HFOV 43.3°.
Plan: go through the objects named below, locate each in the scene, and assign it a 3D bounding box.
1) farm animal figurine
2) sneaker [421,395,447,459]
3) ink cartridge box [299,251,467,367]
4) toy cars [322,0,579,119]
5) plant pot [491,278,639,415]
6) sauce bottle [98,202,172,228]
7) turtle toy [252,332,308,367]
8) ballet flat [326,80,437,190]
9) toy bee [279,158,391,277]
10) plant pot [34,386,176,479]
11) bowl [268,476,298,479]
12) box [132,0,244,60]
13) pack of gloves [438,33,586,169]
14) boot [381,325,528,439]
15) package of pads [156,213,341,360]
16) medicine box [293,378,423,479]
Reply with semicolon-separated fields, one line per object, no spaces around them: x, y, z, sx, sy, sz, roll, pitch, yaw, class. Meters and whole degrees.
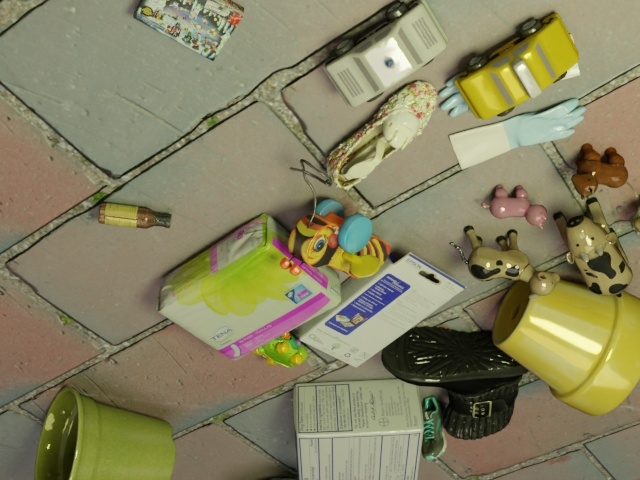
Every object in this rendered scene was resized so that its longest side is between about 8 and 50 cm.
0.458;0.010;1.462;0.327;0.172;0.330;30;126;-28;farm animal figurine
0.255;0.432;1.874;0.065;0.166;0.076;-21;119;28;sneaker
0.121;0.129;1.636;0.165;0.065;0.333;31;126;-28;ink cartridge box
0.203;-0.264;1.218;0.394;0.087;0.176;5;117;-5;toy cars
0.484;0.184;1.601;0.239;0.254;0.254;25;130;-4;plant pot
-0.335;-0.042;1.463;0.128;0.042;0.042;9;133;-10;sauce bottle
-0.077;0.230;1.720;0.095;0.066;0.130;-8;142;38;turtle toy
0.105;-0.163;1.345;0.091;0.077;0.241;32;124;-26;ballet flat
0.000;0.000;1.428;0.298;0.195;0.162;39;84;-29;toy bee
-0.480;0.489;1.839;0.254;0.276;0.276;16;132;-32;plant pot
-0.085;0.735;2.078;0.311;0.311;0.163;29;107;-27;bowl
-0.195;-0.338;1.196;0.137;0.027;0.094;25;127;-24;box
0.321;-0.212;1.331;0.232;0.046;0.195;-17;131;14;pack of gloves
0.288;0.326;1.785;0.348;0.131;0.260;4;133;-7;boot
-0.144;0.098;1.566;0.296;0.101;0.229;-32;128;24;package of pads
0.085;0.463;1.895;0.289;0.149;0.263;-2;134;-1;medicine box
